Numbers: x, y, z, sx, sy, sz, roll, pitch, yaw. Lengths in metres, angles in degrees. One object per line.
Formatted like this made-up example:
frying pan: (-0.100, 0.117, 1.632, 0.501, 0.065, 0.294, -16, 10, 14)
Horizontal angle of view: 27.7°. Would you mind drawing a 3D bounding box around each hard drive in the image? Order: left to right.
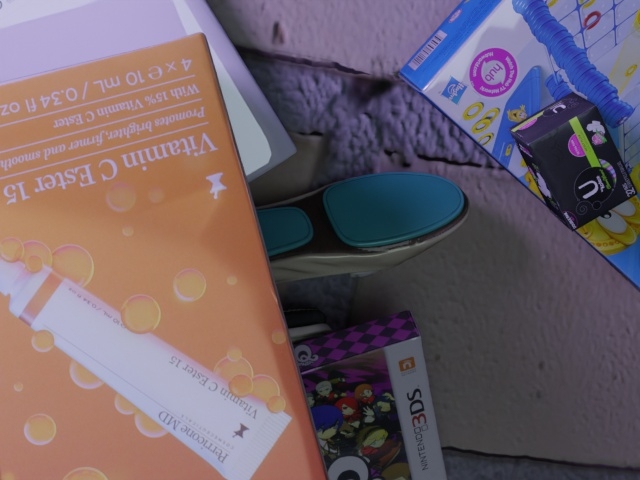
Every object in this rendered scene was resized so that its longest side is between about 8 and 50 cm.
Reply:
hard drive: (-0.189, -0.149, 1.012, 0.210, 0.040, 0.318, -32, 110, 2)

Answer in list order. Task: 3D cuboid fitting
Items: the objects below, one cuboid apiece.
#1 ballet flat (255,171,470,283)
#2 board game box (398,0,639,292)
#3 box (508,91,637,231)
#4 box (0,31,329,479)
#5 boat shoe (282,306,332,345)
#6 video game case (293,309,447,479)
ballet flat: (0.000, 0.000, 1.078, 0.248, 0.086, 0.086, -9, 109, -9)
board game box: (0.279, -0.148, 1.066, 0.302, 0.086, 0.308, 39, 98, -18)
box: (0.196, -0.062, 1.007, 0.062, 0.052, 0.083, -31, 112, 1)
box: (-0.143, 0.053, 0.921, 0.215, 0.168, 0.345, -16, 94, -8)
boat shoe: (-0.102, 0.071, 1.079, 0.233, 0.084, 0.079, -4, 66, -18)
video game case: (-0.013, 0.176, 1.117, 0.232, 0.042, 0.210, -16, 129, -4)
